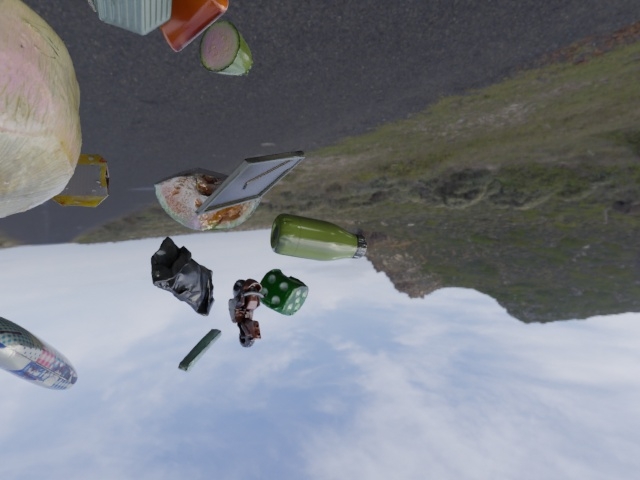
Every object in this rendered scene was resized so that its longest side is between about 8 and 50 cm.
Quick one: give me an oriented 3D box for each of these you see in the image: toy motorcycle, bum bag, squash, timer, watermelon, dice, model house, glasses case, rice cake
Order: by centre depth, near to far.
[{"bbox_3d":[-0.569,0.222,0.826,0.125,0.076,0.328,28,151,6],"label":"glasses case"},{"bbox_3d":[-0.179,-0.389,0.915,0.105,0.105,0.132,-3,178,24],"label":"squash"},{"bbox_3d":[-0.356,0.101,1.139,0.074,0.137,0.310,0,154,13],"label":"bum bag"},{"bbox_3d":[-0.212,0.201,1.253,0.084,0.213,0.118,15,140,-44],"label":"toy motorcycle"},{"bbox_3d":[-0.354,-0.129,1.380,0.321,0.176,0.188,13,-168,-7],"label":"watermelon"},{"bbox_3d":[-0.125,0.172,1.411,0.128,0.120,0.131,29,-178,24],"label":"dice"},{"bbox_3d":[-0.435,-0.798,1.422,0.257,0.250,0.161,-25,164,26],"label":"timer"},{"bbox_3d":[-0.419,0.381,1.487,0.042,0.034,0.211,15,-148,17],"label":"rice cake"},{"bbox_3d":[-0.943,-0.230,1.675,0.219,0.208,0.136,-3,-178,-19],"label":"model house"}]

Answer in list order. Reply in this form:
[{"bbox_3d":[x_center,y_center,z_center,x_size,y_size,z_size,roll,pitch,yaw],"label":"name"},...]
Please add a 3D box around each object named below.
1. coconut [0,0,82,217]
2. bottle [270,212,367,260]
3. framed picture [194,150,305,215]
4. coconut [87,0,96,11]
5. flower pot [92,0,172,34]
[{"bbox_3d":[-0.614,-0.200,0.717,0.403,0.406,0.404,-4,-177,0],"label":"coconut"},{"bbox_3d":[0.000,0.000,1.159,0.259,0.112,0.112,10,177,-22],"label":"bottle"},{"bbox_3d":[-0.154,-0.135,0.991,0.189,0.023,0.260,-38,177,28],"label":"framed picture"},{"bbox_3d":[-0.714,-0.849,1.443,0.194,0.195,0.194,-4,-177,0],"label":"coconut"},{"bbox_3d":[-0.544,-0.743,1.213,0.239,0.210,0.189,14,156,-18],"label":"flower pot"}]
